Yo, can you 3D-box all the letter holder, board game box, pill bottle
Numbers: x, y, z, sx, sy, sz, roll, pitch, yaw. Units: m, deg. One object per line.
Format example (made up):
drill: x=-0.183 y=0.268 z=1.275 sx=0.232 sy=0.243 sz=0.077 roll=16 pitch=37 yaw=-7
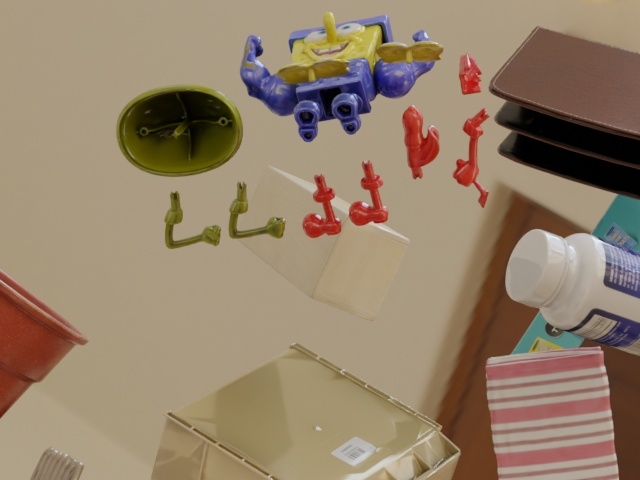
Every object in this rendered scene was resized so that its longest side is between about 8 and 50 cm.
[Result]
letter holder: x=0.379 y=-0.139 z=2.081 sx=0.214 sy=0.302 sz=0.152 roll=-48 pitch=-30 yaw=-50
board game box: x=0.381 y=0.103 z=2.397 sx=0.336 sy=0.079 sz=0.254 roll=-55 pitch=-10 yaw=-7
pill bottle: x=0.307 y=0.054 z=1.776 sx=0.112 sy=0.187 sz=0.112 roll=-50 pitch=29 yaw=42

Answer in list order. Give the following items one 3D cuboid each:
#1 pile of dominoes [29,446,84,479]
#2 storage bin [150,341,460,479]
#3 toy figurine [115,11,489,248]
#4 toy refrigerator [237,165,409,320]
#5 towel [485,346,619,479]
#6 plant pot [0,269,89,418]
pile of dominoes: x=-0.328 y=0.340 z=1.838 sx=0.196 sy=0.040 sz=0.251 roll=-61 pitch=16 yaw=-13
storage bin: x=-0.018 y=0.259 z=1.815 sx=0.262 sy=0.260 sz=0.123 roll=-24 pitch=-44 yaw=-53
toy figurine: x=-0.002 y=-0.138 z=1.623 sx=0.217 sy=0.362 sz=0.191 roll=-77 pitch=-27 yaw=-57
toy refrigerator: x=0.000 y=0.000 z=1.850 sx=0.094 sy=0.269 sz=0.102 roll=22 pitch=-85 yaw=-25
towel: x=0.276 y=0.230 z=1.892 sx=0.029 sy=0.144 sz=0.197 roll=38 pitch=-134 yaw=-83
plant pot: x=-0.427 y=0.126 z=1.632 sx=0.265 sy=0.272 sz=0.272 roll=-53 pitch=-21 yaw=-6
